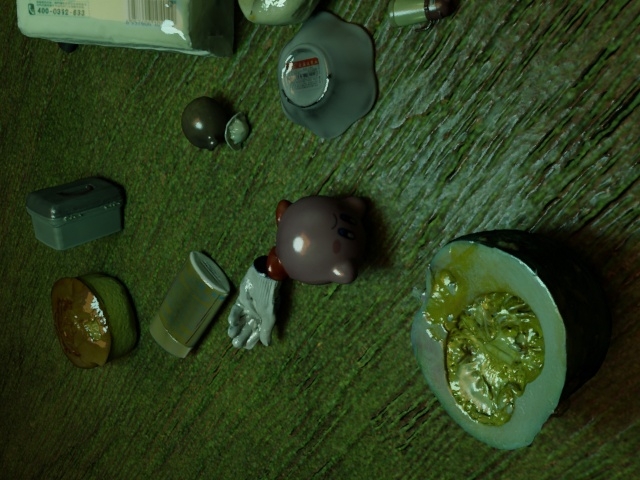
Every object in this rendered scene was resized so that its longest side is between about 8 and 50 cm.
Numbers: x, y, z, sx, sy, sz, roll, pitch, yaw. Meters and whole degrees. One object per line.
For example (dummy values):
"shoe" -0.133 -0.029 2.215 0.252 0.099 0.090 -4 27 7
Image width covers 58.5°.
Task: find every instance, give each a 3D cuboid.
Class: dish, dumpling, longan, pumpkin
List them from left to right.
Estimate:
"longan" -0.239 -0.238 1.192 0.106 0.106 0.119 -39 64 36
"dumpling" -0.177 -0.225 1.178 0.043 0.059 0.077 41 126 9
"dish" -0.011 -0.295 1.026 0.229 0.081 0.229 9 106 34
"pumpkin" 0.288 0.124 0.849 0.263 0.197 0.292 41 130 36

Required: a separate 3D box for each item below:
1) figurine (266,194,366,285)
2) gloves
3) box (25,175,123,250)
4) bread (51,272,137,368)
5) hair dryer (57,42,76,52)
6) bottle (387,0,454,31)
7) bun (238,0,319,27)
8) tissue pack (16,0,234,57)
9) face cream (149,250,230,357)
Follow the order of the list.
"figurine" 0.000 0.000 1.041 0.173 0.173 0.173 10 107 34
"gloves" -0.131 0.139 1.214 0.119 0.097 0.229 37 116 28
"box" -0.611 -0.071 1.440 0.148 0.210 0.129 22 120 31
"bread" -0.626 0.218 1.557 0.270 0.148 0.269 9 106 34
"hair dryer" -0.549 -0.517 1.361 0.302 0.116 0.244 -36 79 48
"bottle" 0.161 -0.367 0.909 0.101 0.047 0.063 4 140 31
"bun" -0.062 -0.484 0.986 0.229 0.145 0.229 175 90 -70
"tissue pack" -0.365 -0.519 1.093 0.381 0.207 0.297 11 106 13
"face cream" -0.321 0.166 1.374 0.139 0.067 0.285 48 123 18
